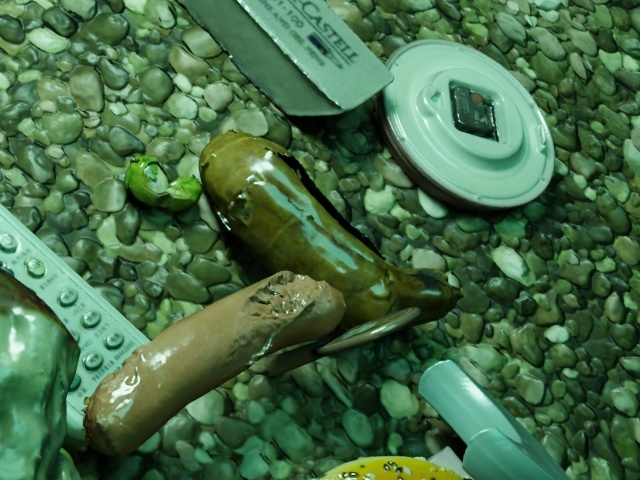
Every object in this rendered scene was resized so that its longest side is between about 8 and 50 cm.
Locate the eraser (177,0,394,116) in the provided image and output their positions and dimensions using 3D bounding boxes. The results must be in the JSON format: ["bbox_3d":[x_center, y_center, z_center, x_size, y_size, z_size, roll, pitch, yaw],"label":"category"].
[{"bbox_3d":[-0.075,-0.272,1.689,0.352,0.077,0.111,47,49,6],"label":"eraser"}]

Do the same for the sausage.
[{"bbox_3d":[-0.092,0.099,1.358,0.079,0.087,0.327,17,32,37],"label":"sausage"}]

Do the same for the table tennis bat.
[{"bbox_3d":[0.040,0.145,1.447,0.107,0.170,0.119,-24,92,-66],"label":"table tennis bat"}]

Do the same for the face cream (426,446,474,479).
[{"bbox_3d":[0.166,0.296,1.458,0.198,0.057,0.084,52,25,7],"label":"face cream"}]

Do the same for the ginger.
[{"bbox_3d":[-0.007,0.002,1.531,0.309,0.107,0.133,43,26,3],"label":"ginger"}]

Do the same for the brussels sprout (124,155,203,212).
[{"bbox_3d":[-0.160,-0.056,1.514,0.083,0.046,0.051,20,58,-19],"label":"brussels sprout"}]

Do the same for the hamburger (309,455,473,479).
[{"bbox_3d":[0.071,0.329,1.306,0.300,0.176,0.300,14,55,-22],"label":"hamburger"}]

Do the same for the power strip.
[{"bbox_3d":[0.177,0.205,1.447,0.167,0.054,0.253,44,4,-12],"label":"power strip"}]

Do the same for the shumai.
[{"bbox_3d":[-0.302,0.146,1.083,0.309,0.263,0.304,19,23,28],"label":"shumai"}]

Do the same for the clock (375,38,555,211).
[{"bbox_3d":[0.176,-0.140,1.763,0.244,0.056,0.244,15,53,-21],"label":"clock"}]

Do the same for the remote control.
[{"bbox_3d":[-0.302,0.044,1.351,0.335,0.065,0.128,43,50,1],"label":"remote control"}]
